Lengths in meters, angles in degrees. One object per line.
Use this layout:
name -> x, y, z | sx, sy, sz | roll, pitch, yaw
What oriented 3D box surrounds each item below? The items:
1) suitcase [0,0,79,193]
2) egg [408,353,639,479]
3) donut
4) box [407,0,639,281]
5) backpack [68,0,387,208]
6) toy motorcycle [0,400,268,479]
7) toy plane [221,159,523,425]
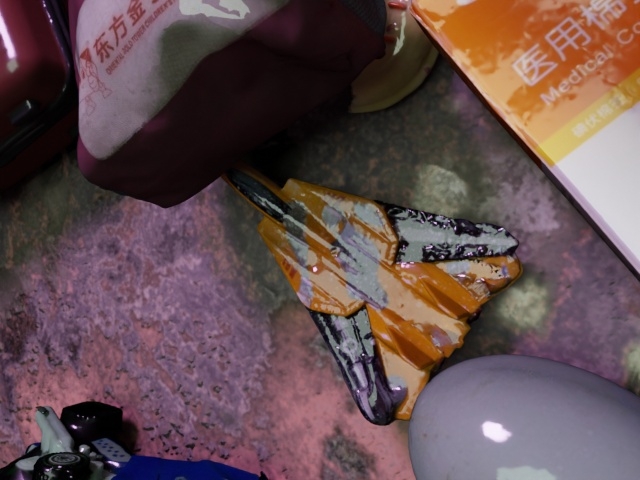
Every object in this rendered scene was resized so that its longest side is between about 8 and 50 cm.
suitcase -> -0.401, -0.190, 0.717 | 0.297, 0.161, 0.237 | -28, 78, 21
egg -> 0.173, 0.176, 0.453 | 0.230, 0.168, 0.168 | 29, 100, 18
donut -> 0.060, -0.209, 0.571 | 0.108, 0.065, 0.166 | -8, 85, 22
box -> 0.256, -0.115, 0.442 | 0.225, 0.143, 0.341 | -40, 75, 17
backpack -> -0.104, -0.220, 0.536 | 0.283, 0.197, 0.318 | -30, 60, 24
toy motorcycle -> -0.173, 0.259, 0.605 | 0.331, 0.196, 0.125 | 8, 91, 36
toy plane -> 0.006, 0.001, 0.577 | 0.316, 0.103, 0.204 | 39, 101, 27
